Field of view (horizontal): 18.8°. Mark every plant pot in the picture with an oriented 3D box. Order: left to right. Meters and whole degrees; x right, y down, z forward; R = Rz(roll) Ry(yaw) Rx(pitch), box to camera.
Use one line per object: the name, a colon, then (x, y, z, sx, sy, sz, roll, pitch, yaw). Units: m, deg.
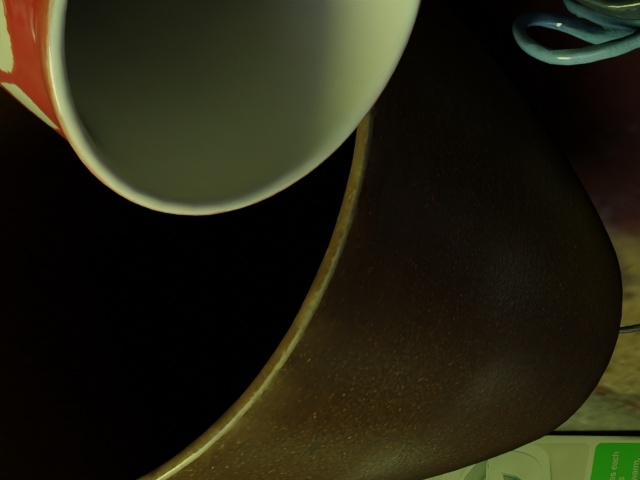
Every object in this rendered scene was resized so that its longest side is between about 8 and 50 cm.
plant pot: (0.000, 0.000, 0.662, 0.215, 0.215, 0.230, -8, 162, 38)

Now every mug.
mug: (-0.055, -0.099, 0.527, 0.169, 0.150, 0.113, 32, 142, 41)

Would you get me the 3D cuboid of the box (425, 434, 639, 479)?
box: (0.133, 0.216, 1.083, 0.231, 0.126, 0.262, -4, 150, 33)

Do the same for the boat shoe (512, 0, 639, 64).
boat shoe: (0.081, -0.095, 0.523, 0.109, 0.089, 0.258, -7, 148, 36)

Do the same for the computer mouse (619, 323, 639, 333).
computer mouse: (0.125, 0.023, 0.808, 0.242, 0.041, 0.071, -3, 165, 17)
